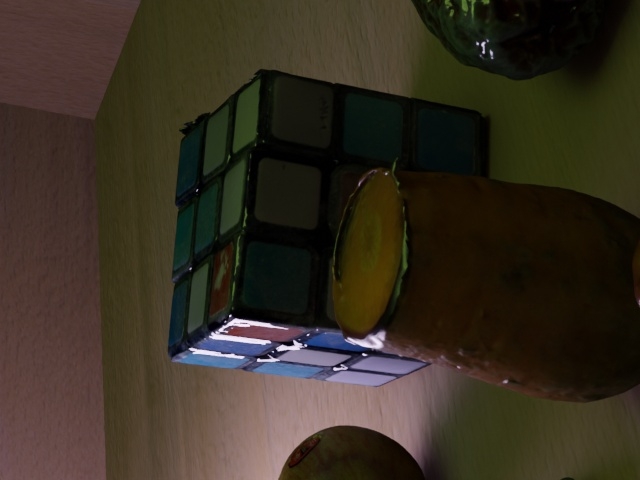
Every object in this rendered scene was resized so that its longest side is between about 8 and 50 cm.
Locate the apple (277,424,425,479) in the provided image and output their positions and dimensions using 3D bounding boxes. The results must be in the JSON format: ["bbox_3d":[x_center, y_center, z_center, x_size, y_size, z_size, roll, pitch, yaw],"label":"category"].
[{"bbox_3d":[0.043,0.356,2.055,0.188,0.211,0.211,-155,75,-71],"label":"apple"}]

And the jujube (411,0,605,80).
[{"bbox_3d":[0.225,-0.328,1.872,0.317,0.226,0.226,-120,44,-56],"label":"jujube"}]

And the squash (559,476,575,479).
[{"bbox_3d":[0.204,0.371,1.786,0.341,0.095,0.094,-59,29,35],"label":"squash"}]

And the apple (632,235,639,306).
[{"bbox_3d":[0.371,0.024,1.410,0.147,0.158,0.156,-147,64,-70],"label":"apple"}]

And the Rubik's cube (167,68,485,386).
[{"bbox_3d":[0.000,0.000,2.116,0.362,0.363,0.358,147,131,-61],"label":"Rubik's cube"}]

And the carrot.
[{"bbox_3d":[0.199,0.047,1.588,0.224,0.341,0.224,-170,90,-70],"label":"carrot"}]
